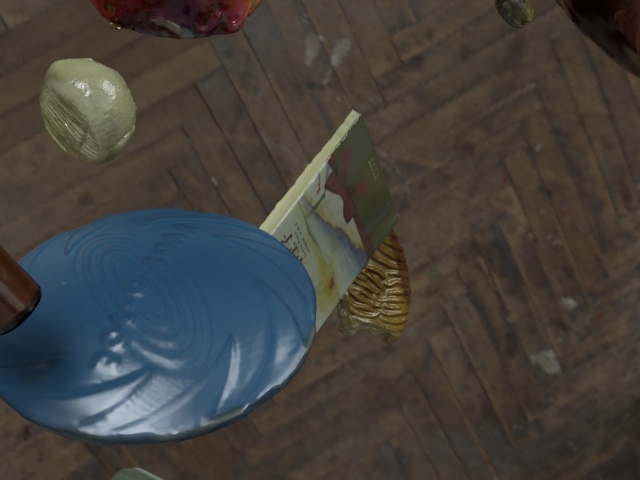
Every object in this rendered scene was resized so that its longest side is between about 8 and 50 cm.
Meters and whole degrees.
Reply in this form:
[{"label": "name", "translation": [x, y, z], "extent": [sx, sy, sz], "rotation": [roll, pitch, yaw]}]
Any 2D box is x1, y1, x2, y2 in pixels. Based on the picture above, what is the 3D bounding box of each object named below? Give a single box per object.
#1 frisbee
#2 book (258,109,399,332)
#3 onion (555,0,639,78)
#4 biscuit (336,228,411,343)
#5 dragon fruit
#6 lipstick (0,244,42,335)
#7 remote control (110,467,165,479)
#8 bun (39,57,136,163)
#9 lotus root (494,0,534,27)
[{"label": "frisbee", "translation": [-0.146, 0.052, 1.013], "extent": [0.289, 0.289, 0.049], "rotation": [-13, 130, -13]}, {"label": "book", "translation": [0.000, 0.000, 1.516], "extent": [0.289, 0.026, 0.201], "rotation": [-55, 142, -28]}, {"label": "onion", "translation": [0.201, -0.140, 0.605], "extent": [0.230, 0.230, 0.163], "rotation": [47, 69, -31]}, {"label": "biscuit", "translation": [0.045, 0.039, 1.671], "extent": [0.228, 0.031, 0.176], "rotation": [29, 72, -31]}, {"label": "dragon fruit", "translation": [-0.193, -0.348, 1.502], "extent": [0.274, 0.126, 0.161], "rotation": [2, 140, -2]}, {"label": "lipstick", "translation": [-0.327, -0.069, 0.829], "extent": [0.057, 0.057, 0.357], "rotation": [-38, 115, 2]}, {"label": "remote control", "translation": [-0.174, 0.371, 1.452], "extent": [0.065, 0.335, 0.128], "rotation": [1, 94, -36]}, {"label": "bun", "translation": [-0.343, -0.197, 1.789], "extent": [0.164, 0.188, 0.111], "rotation": [43, 61, 4]}, {"label": "lotus root", "translation": [0.321, -0.392, 2.009], "extent": [0.054, 0.049, 0.099], "rotation": [-29, 144, 23]}]
